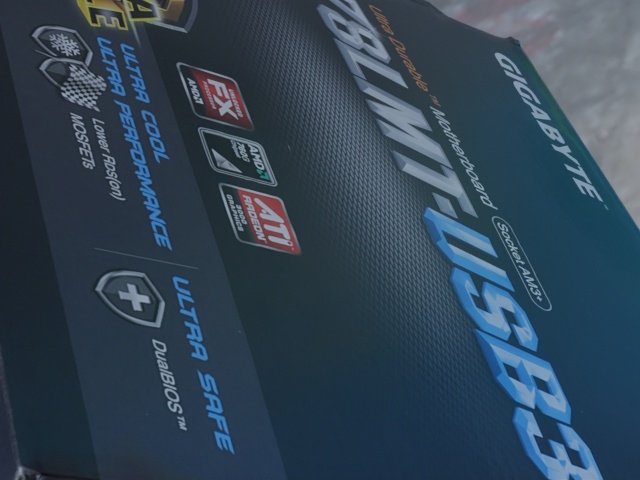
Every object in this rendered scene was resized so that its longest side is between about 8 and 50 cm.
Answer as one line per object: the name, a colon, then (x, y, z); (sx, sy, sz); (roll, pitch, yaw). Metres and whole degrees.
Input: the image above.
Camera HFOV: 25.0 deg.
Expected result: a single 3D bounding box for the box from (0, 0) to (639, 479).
box: (0.000, 0.000, 0.474); (0.293, 0.295, 0.073); (14, 127, -33)
